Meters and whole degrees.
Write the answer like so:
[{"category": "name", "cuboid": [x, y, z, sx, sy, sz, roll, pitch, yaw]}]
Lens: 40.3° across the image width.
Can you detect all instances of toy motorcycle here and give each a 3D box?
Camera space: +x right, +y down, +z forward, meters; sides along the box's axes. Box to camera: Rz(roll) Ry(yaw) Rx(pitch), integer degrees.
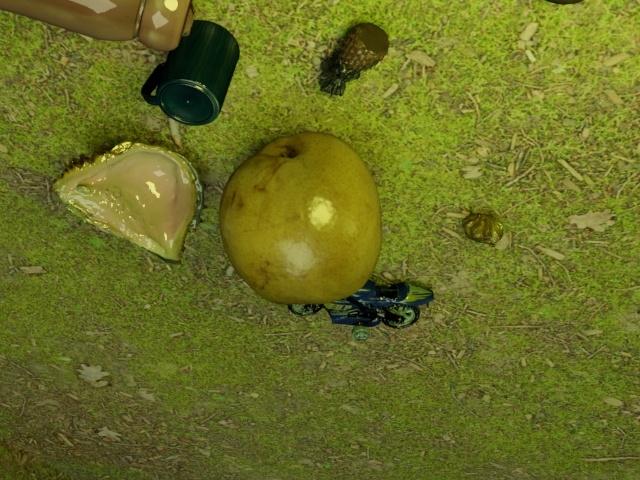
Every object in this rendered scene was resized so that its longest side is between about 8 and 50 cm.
[{"category": "toy motorcycle", "cuboid": [0.089, 0.127, 1.929, 0.316, 0.113, 0.168, 7, 136, -10]}]

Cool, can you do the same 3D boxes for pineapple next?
[{"category": "pineapple", "cuboid": [0.046, -0.287, 1.410, 0.074, 0.074, 0.159, 25, 150, -18]}]

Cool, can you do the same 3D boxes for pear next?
[{"category": "pear", "cuboid": [-0.034, -0.035, 1.575, 0.315, 0.314, 0.314, 7, 144, 5]}]

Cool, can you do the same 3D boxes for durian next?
[{"category": "durian", "cuboid": [-0.336, -0.106, 1.695, 0.305, 0.185, 0.195, 37, 111, -21]}]

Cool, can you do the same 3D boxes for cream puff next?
[{"category": "cream puff", "cuboid": [0.317, -0.025, 1.705, 0.083, 0.083, 0.058, 22, 100, 2]}]

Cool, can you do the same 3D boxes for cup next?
[{"category": "cup", "cuboid": [-0.212, -0.265, 1.441, 0.113, 0.138, 0.150, 31, 140, -25]}]

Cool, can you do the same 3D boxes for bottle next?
[{"category": "bottle", "cuboid": [-0.332, -0.386, 1.299, 0.297, 0.173, 0.206, 15, 176, -10]}]

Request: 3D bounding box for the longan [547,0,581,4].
[{"category": "longan", "cuboid": [0.336, -0.371, 1.195, 0.106, 0.106, 0.119, 2, -175, 13]}]
